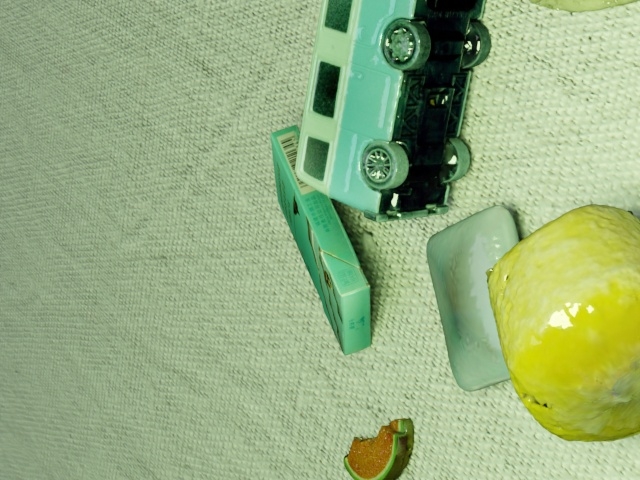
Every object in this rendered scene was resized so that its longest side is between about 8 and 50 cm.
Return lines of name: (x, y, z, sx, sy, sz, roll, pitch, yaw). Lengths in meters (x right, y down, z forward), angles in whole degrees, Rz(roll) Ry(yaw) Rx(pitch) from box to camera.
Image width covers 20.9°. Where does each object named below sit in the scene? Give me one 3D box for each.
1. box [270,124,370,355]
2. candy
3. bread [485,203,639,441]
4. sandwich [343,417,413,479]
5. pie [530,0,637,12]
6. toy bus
box: (0.000, 0.001, 2.018, 0.162, 0.041, 0.229, 85, 163, -62)
candy: (0.166, 0.061, 1.788, 0.138, 0.071, 0.174, -28, 70, 57)
bread: (0.250, 0.078, 1.569, 0.170, 0.197, 0.197, -108, 31, -44)
sandwich: (0.069, 0.252, 2.017, 0.135, 0.029, 0.067, -38, 57, 55)
pie: (0.237, -0.368, 1.602, 0.339, 0.077, 0.339, 12, 104, 58)
toy bus: (0.069, -0.171, 1.814, 0.165, 0.133, 0.271, 22, 109, 38)
